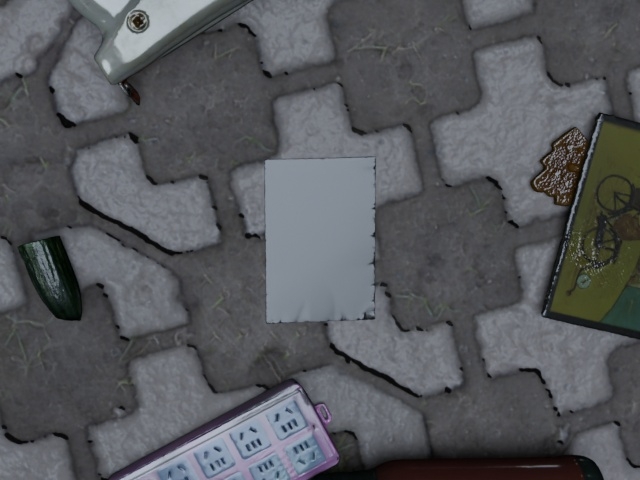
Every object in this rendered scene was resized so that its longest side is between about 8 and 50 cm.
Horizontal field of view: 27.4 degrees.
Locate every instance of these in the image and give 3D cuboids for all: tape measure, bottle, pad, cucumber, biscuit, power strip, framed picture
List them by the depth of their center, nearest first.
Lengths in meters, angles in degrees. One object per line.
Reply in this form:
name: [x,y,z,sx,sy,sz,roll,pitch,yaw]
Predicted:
tape measure: [-0.164,-0.316,1.367,0.258,0.130,0.265,-33,100,1]
cucumber: [-0.294,0.045,1.447,0.048,0.048,0.105,-21,102,-3]
bottle: [0.148,0.313,1.490,0.336,0.144,0.144,2,98,-5]
pad: [0.000,0.000,1.495,0.127,0.004,0.190,-1,99,-6]
power strip: [-0.113,0.263,1.503,0.279,0.037,0.109,-28,101,-2]
biscuit: [0.283,-0.085,1.507,0.082,0.016,0.092,4,98,-7]
framed picture: [0.438,0.007,1.534,0.323,0.013,0.244,13,97,-11]
